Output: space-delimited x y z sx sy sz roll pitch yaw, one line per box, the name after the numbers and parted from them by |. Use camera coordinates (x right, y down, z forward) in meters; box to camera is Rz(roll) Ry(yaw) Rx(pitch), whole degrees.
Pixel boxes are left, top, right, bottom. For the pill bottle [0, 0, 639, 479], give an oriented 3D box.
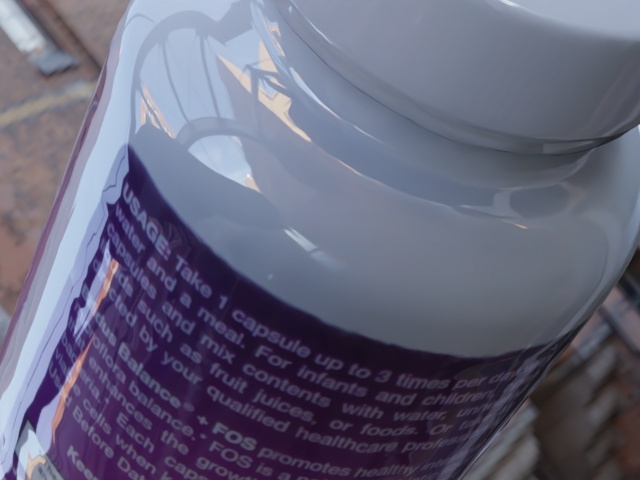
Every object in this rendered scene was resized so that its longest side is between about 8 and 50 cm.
0.000 0.000 0.505 0.169 0.169 0.301 -35 -18 -43 | pill bottle
